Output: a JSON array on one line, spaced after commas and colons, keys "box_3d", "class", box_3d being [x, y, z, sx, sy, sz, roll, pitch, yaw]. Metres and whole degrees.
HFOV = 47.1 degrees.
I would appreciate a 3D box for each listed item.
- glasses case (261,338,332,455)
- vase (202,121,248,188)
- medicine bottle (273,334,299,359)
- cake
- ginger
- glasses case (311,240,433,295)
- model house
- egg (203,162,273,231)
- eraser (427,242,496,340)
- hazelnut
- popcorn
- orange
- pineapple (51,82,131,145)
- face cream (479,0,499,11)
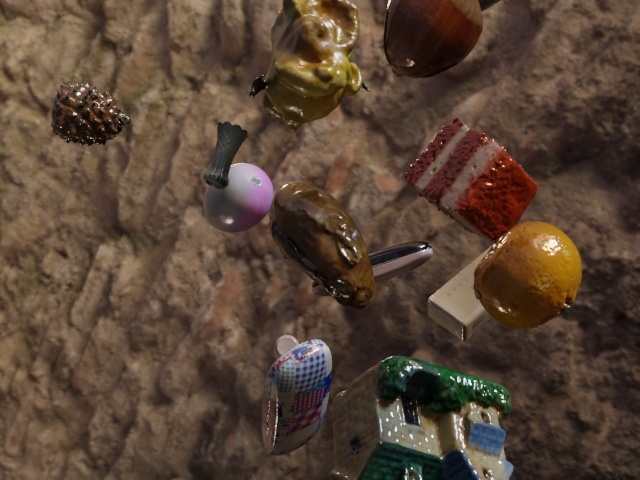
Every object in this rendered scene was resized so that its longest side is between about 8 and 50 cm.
[{"box_3d": [-0.046, 0.302, 1.379, 0.076, 0.125, 0.327, 46, -33, 31], "class": "glasses case"}, {"box_3d": [-0.229, -0.198, 1.736, 0.081, 0.081, 0.148, -24, -132, 64], "class": "vase"}, {"box_3d": [-0.072, 0.231, 1.539, 0.089, 0.052, 0.052, 107, -1, -71], "class": "medicine bottle"}, {"box_3d": [0.488, -0.181, 2.327, 0.270, 0.269, 0.319, -52, -142, 6], "class": "cake"}, {"box_3d": [0.000, 0.000, 1.548, 0.321, 0.165, 0.172, 55, -12, 23], "class": "ginger"}, {"box_3d": [0.128, 0.071, 1.820, 0.122, 0.314, 0.075, 50, 22, -80], "class": "glasses case"}, {"box_3d": [0.242, 0.517, 1.754, 0.334, 0.382, 0.342, -46, -150, 37], "class": "model house"}, {"box_3d": [-0.252, -0.124, 2.187, 0.271, 0.196, 0.196, -12, -123, 54], "class": "egg"}, {"box_3d": [0.465, 0.126, 2.058, 0.343, 0.078, 0.144, -37, -130, -22], "class": "eraser"}, {"box_3d": [0.201, -0.390, 1.348, 0.214, 0.176, 0.214, -50, 168, -15], "class": "hazelnut"}, {"box_3d": [-0.013, -0.403, 1.668, 0.315, 0.281, 0.297, -63, -159, 19], "class": "popcorn"}, {"box_3d": [0.412, 0.070, 1.459, 0.219, 0.193, 0.219, -32, 170, -6], "class": "orange"}, {"box_3d": [-0.575, -0.315, 1.851, 0.166, 0.193, 0.166, -15, -107, 62], "class": "pineapple"}, {"box_3d": [0.420, -0.563, 1.493, 0.283, 0.073, 0.073, -24, -136, 40], "class": "face cream"}]
